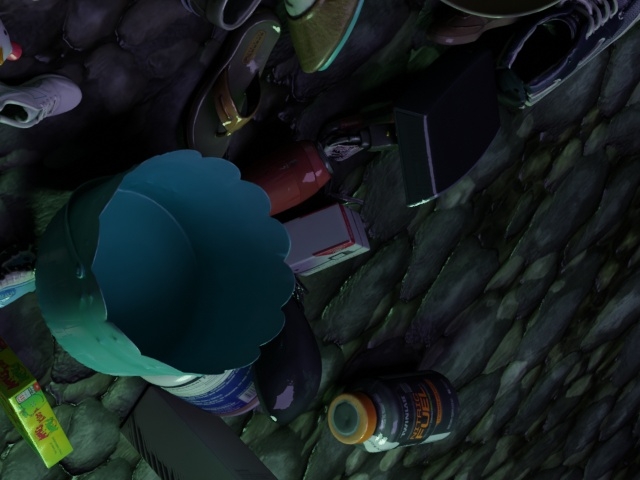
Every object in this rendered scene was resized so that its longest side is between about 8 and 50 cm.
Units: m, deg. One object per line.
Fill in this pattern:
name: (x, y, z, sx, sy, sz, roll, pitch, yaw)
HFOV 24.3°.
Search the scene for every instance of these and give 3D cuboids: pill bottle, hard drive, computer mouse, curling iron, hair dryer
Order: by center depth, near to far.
pill bottle: (-0.175, 0.138, 2.031, 0.153, 0.153, 0.265, -48, 148, 0)
hair dryer: (-0.033, -0.058, 2.035, 0.294, 0.080, 0.223, -10, 149, -31)
computer mouse: (-0.044, 0.124, 2.063, 0.072, 0.272, 0.188, -16, 144, 18)
hard drive: (0.185, -0.170, 2.102, 0.254, 0.054, 0.172, -45, 134, -48)
curling iron: (0.103, -0.175, 2.138, 0.274, 0.035, 0.068, -25, 147, -32)
pill bottle: (0.121, 0.297, 2.579, 0.246, 0.130, 0.130, -1, 126, -50)

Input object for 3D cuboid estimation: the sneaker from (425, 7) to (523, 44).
sneaker: (0.216, -0.330, 2.096, 0.188, 0.066, 0.071, -26, 126, -39)

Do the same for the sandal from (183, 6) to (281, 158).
sandal: (-0.101, -0.184, 1.857, 0.090, 0.060, 0.219, 8, 118, -53)

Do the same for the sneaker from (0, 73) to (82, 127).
sneaker: (-0.320, -0.147, 1.637, 0.152, 0.061, 0.053, -10, 130, -46)

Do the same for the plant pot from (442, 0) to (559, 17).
plant pot: (0.240, -0.436, 1.839, 0.191, 0.284, 0.284, -46, 161, -60)

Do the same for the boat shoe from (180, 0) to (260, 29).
boat shoe: (-0.050, -0.373, 1.683, 0.109, 0.094, 0.302, 12, 115, -54)

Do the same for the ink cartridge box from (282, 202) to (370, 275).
ink cartridge box: (0.000, 0.000, 2.101, 0.109, 0.063, 0.150, -22, 171, 10)

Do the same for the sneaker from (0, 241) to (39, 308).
sneaker: (-0.395, 0.062, 1.772, 0.162, 0.063, 0.073, -19, 141, -38)

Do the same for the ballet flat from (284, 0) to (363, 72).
ballet flat: (0.020, -0.359, 1.772, 0.124, 0.116, 0.342, 14, 124, -31)

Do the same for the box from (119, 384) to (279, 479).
box: (-0.158, 0.330, 2.142, 0.113, 0.275, 0.094, 16, 112, -55)

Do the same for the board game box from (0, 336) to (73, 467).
board game box: (-0.382, 0.209, 1.917, 0.043, 0.092, 0.181, -36, 146, -17)

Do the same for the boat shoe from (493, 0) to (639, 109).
boat shoe: (0.390, -0.330, 2.180, 0.340, 0.127, 0.158, -47, 179, 0)

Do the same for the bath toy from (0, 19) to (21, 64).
bath toy: (-0.284, -0.300, 1.427, 0.129, 0.151, 0.348, 18, 113, -39)

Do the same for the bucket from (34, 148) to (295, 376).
bucket: (-0.192, 0.035, 1.770, 0.281, 0.183, 0.281, 8, 78, -38)
